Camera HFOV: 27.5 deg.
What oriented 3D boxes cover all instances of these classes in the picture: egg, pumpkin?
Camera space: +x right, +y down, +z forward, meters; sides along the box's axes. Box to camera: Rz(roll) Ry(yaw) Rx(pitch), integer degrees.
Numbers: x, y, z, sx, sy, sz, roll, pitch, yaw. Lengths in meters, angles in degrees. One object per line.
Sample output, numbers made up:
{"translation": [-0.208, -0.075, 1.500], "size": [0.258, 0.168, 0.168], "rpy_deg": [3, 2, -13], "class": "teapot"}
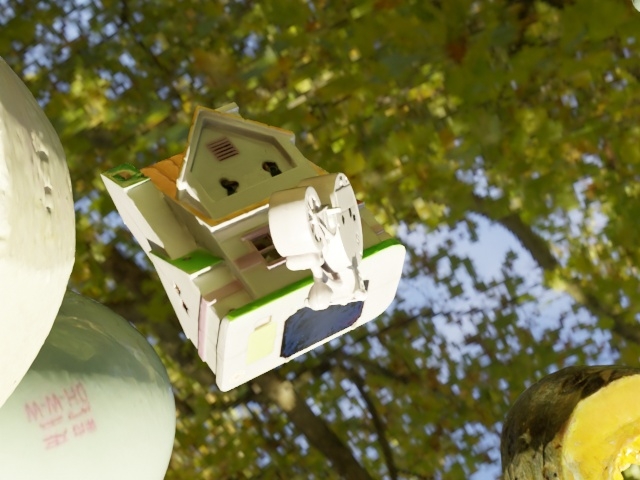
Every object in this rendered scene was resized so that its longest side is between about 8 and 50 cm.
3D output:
{"translation": [-0.177, 0.107, 0.668], "size": [0.182, 0.183, 0.264], "rpy_deg": [-2, -174, 28], "class": "egg"}
{"translation": [0.265, 0.148, 1.166], "size": [0.248, 0.126, 0.131], "rpy_deg": [-44, -179, -10], "class": "pumpkin"}

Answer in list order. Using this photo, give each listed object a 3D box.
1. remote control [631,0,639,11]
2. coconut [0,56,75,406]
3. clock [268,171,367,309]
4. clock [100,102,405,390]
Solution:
{"translation": [0.308, -0.215, 0.948], "size": [0.256, 0.045, 0.097], "rpy_deg": [0, -99, 61], "class": "remote control"}
{"translation": [-0.201, -0.004, 0.432], "size": [0.241, 0.241, 0.241], "rpy_deg": [-16, -136, 16], "class": "coconut"}
{"translation": [0.000, 0.000, 0.825], "size": [0.041, 0.129, 0.087], "rpy_deg": [-9, -91, 15], "class": "clock"}
{"translation": [-0.089, -0.018, 1.498], "size": [0.235, 0.166, 0.309], "rpy_deg": [-24, -121, -25], "class": "clock"}
